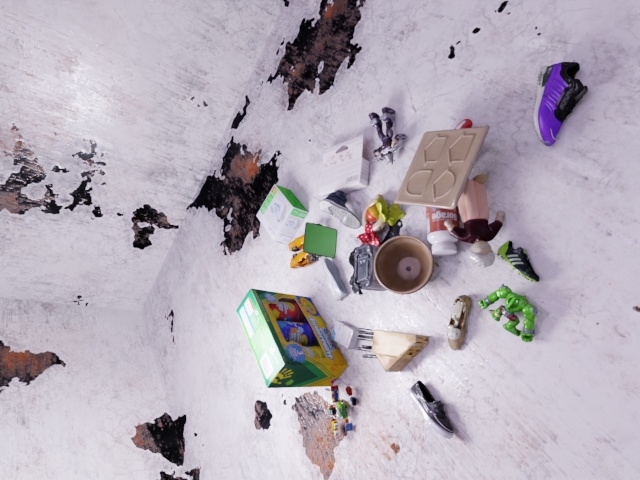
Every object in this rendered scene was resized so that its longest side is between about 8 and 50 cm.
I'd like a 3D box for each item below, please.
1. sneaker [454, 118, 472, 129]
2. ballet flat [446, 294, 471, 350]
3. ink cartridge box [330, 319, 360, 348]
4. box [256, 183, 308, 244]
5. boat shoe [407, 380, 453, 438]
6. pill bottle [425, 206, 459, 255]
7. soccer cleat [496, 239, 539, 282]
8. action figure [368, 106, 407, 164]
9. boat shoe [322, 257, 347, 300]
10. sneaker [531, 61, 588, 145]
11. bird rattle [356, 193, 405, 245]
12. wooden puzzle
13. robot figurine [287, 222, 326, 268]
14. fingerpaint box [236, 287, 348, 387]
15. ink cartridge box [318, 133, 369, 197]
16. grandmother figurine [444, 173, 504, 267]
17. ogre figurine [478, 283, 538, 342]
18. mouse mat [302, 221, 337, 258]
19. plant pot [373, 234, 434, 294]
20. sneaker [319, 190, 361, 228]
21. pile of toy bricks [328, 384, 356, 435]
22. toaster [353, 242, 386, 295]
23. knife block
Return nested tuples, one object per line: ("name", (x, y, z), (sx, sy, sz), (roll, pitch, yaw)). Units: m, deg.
("sneaker", (0.563, -0.355, 1.707), (0.128, 0.087, 0.221), (45, 124, 37))
("ballet flat", (0.491, 0.295, 1.576), (0.073, 0.067, 0.206), (8, 84, 49))
("ink cartridge box", (0.114, 0.427, 1.974), (0.122, 0.052, 0.089), (22, 95, 51))
("box", (-0.221, -0.150, 2.484), (0.231, 0.126, 0.262), (-55, 45, 18))
("boat shoe", (0.408, 0.602, 1.573), (0.076, 0.080, 0.228), (-62, 34, 17))
("pill bottle", (0.470, -0.056, 1.671), (0.121, 0.121, 0.216), (-17, 66, 45))
("soccer cleat", (0.670, 0.068, 1.454), (0.072, 0.060, 0.179), (-55, 41, 20))
("action figure", (0.309, -0.476, 2.013), (0.185, 0.099, 0.285), (-21, 66, 35))
("boat shoe", (0.049, 0.189, 2.099), (0.076, 0.083, 0.226), (-46, 48, 27))
("sneaker", (0.799, -0.464, 1.442), (0.146, 0.102, 0.294), (-1, 78, 48))
("bird rattle", (0.256, -0.092, 1.963), (0.254, 0.143, 0.207), (-59, 29, 36))
("wooden puzzle", (0.456, -0.265, 1.634), (0.347, 0.080, 0.322), (14, 77, 61))
("robot figurine", (-0.059, 0.034, 2.271), (0.291, 0.085, 0.211), (-29, 58, 41))
("fingerpaint box", (-0.136, 0.444, 2.007), (0.163, 0.371, 0.445), (-55, 43, 22))
("ink cartridge box", (0.121, -0.371, 2.210), (0.296, 0.066, 0.261), (-10, 68, 46))
("grandmother figurine", (0.553, -0.065, 1.559), (0.207, 0.104, 0.343), (-13, 65, 23))
("ogre figurine", (0.627, 0.229, 1.425), (0.118, 0.096, 0.197), (-68, 28, 26))
("mouse mat", (0.000, 0.000, 2.135), (0.007, 0.189, 0.153), (-13, 68, 56))
("plant pot", (0.343, 0.105, 1.747), (0.237, 0.109, 0.238), (-8, 71, 24))
("sneaker", (0.122, -0.158, 2.129), (0.226, 0.163, 0.086), (34, 125, 7))
("pile of toy bricks", (0.087, 0.724, 1.891), (0.105, 0.118, 0.213), (176, 89, -76))
("toaster", (0.232, 0.129, 1.851), (0.129, 0.146, 0.227), (-23, 60, 56))
("knife block", (0.274, 0.399, 1.773), (0.276, 0.088, 0.242), (-53, 45, 24))
